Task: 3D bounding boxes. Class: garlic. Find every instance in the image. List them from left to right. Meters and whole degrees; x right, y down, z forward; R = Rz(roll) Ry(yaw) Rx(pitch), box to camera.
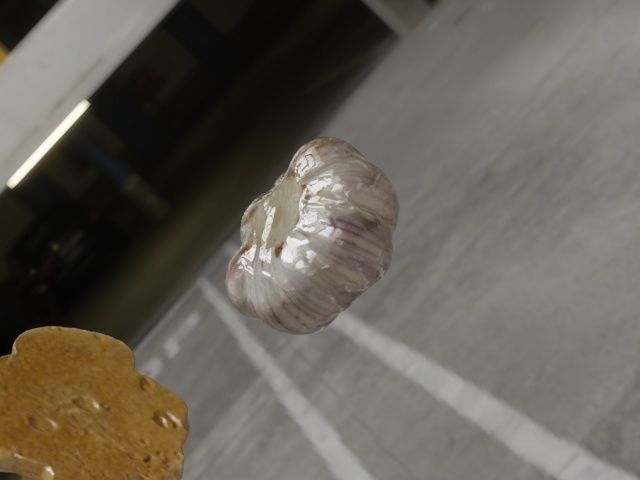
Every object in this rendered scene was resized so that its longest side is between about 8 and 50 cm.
[{"bbox_3d":[0.000,0.000,1.181,0.147,0.102,0.159,18,80,57],"label":"garlic"}]

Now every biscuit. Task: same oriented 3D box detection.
[{"bbox_3d":[-0.291,0.225,1.835,0.376,0.269,0.051,-109,33,-59],"label":"biscuit"}]
